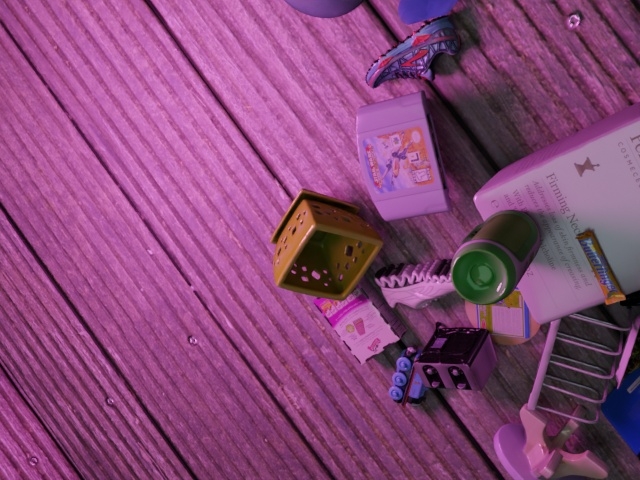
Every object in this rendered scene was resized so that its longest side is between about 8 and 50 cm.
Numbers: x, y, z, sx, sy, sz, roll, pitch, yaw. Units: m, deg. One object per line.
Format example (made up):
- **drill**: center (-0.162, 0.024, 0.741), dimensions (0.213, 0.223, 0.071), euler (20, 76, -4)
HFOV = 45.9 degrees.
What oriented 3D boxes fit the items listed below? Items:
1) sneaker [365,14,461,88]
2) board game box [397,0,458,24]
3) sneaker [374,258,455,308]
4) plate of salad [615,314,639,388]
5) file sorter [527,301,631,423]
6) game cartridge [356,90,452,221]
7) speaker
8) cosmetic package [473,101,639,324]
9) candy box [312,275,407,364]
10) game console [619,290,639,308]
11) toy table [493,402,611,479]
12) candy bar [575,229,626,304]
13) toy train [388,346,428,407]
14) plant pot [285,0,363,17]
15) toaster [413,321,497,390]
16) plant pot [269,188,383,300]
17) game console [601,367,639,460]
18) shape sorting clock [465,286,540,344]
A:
- **sneaker**: center (0.229, -0.438, 1.874), dimensions (0.261, 0.104, 0.125), euler (-31, 93, 31)
- **board game box**: center (0.269, -0.572, 1.825), dimensions (0.168, 0.033, 0.133), euler (-7, 59, 32)
- **sneaker**: center (0.290, 0.121, 2.027), dimensions (0.292, 0.110, 0.118), euler (-5, 111, 36)
- **plate of salad**: center (0.741, 0.260, 1.783), dimensions (0.048, 0.200, 0.200), euler (19, 113, 21)
- **file sorter**: center (0.633, 0.278, 1.851), dimensions (0.173, 0.193, 0.278), euler (16, 112, 18)
- **game cartridge**: center (0.195, -0.198, 1.847), dimensions (0.198, 0.062, 0.297), euler (-11, 102, 23)
- **speaker**: center (0.345, 0.026, 1.472), dimensions (0.131, 0.296, 0.131), euler (8, 109, 24)
- **cosmetic package**: center (0.612, -0.071, 1.671), dimensions (0.393, 0.327, 0.330), euler (-27, 93, 29)
- **candy box**: center (0.112, 0.216, 2.155), dimensions (0.159, 0.071, 0.233), euler (-39, 86, 30)
- **game console**: center (0.814, 0.116, 1.662), dimensions (0.213, 0.361, 0.044), euler (9, 77, -11)
- **toy table**: center (0.598, 0.546, 1.940), dimensions (0.274, 0.252, 0.161), euler (29, 134, 6)
- **candy bar**: center (0.566, 0.054, 1.533), dimensions (0.040, 0.018, 0.162), euler (-25, 95, 29)
- **toy train**: center (0.260, 0.389, 2.135), dimensions (0.105, 0.080, 0.184), euler (18, 113, 14)
- **plant pot**: center (-0.023, -0.698, 1.863), dimensions (0.290, 0.195, 0.290), euler (8, 109, 24)
- **toaster**: center (0.360, 0.309, 1.998), dimensions (0.168, 0.186, 0.110), euler (-5, 119, 37)
- **plant pot**: center (0.000, 0.000, 2.036), dimensions (0.228, 0.227, 0.207), euler (-56, 34, 29)
- **game console**: center (0.882, 0.405, 1.837), dimensions (0.250, 0.173, 0.293), euler (58, 137, 36)
- **shape sorting clock**: center (0.478, 0.179, 1.979), dimensions (0.206, 0.040, 0.206), euler (11, 117, 24)
